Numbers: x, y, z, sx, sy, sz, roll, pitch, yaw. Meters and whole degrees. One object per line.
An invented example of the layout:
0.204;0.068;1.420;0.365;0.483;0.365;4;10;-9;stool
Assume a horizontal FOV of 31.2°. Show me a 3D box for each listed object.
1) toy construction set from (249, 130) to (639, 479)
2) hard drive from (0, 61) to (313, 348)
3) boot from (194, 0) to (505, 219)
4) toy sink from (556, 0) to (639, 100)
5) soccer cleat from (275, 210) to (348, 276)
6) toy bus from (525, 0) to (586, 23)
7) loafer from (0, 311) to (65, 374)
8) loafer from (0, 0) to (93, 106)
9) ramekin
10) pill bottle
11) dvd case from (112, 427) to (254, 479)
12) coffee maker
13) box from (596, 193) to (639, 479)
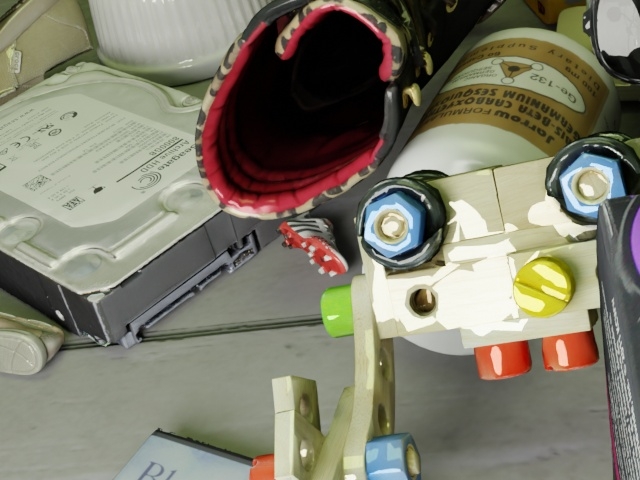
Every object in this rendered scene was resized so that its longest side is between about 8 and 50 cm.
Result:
0.119;0.059;0.591;0.328;0.215;0.151;-12;3;5;toy construction set
-0.189;-0.048;0.965;0.339;0.064;0.237;24;50;41;hard drive
0.069;-0.187;0.782;0.377;0.138;0.284;-40;10;36;boot
0.308;-0.211;0.940;0.234;0.131;0.152;-1;37;16;toy sink
0.000;0.000;0.859;0.036;0.029;0.083;-34;34;-19;soccer cleat
0.352;-0.317;1.082;0.333;0.130;0.108;-16;34;-2;toy bus
-0.247;0.070;0.846;0.125;0.045;0.039;11;25;22;loafer
-0.319;-0.150;1.130;0.268;0.092;0.102;-51;20;-21;loafer
-0.146;-0.257;1.201;0.207;0.109;0.207;-10;35;7;ramekin
0.116;-0.036;0.776;0.131;0.131;0.229;5;40;26;pill bottle
-0.089;0.212;0.601;0.180;0.022;0.253;10;41;31;dvd case
0.267;-0.166;0.771;0.171;0.120;0.178;-26;8;19;coffee maker
0.192;0.113;0.402;0.165;0.270;0.143;-8;49;11;box
